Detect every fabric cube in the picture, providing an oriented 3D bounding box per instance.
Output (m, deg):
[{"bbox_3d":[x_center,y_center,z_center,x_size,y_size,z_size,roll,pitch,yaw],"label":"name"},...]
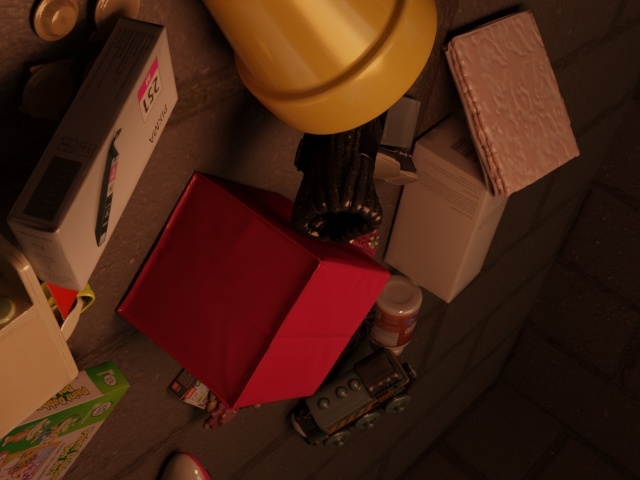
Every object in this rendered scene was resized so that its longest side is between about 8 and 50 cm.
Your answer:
[{"bbox_3d":[-0.096,0.079,1.342,0.259,0.254,0.258,-58,156,10],"label":"fabric cube"}]

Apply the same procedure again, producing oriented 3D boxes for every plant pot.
[{"bbox_3d":[-0.022,-0.291,1.027,0.254,0.254,0.239,-54,142,-1],"label":"plant pot"}]

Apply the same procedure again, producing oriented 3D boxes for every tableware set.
[{"bbox_3d":[-0.260,-0.208,0.947,0.141,0.020,0.168,-22,139,-51],"label":"tableware set"}]

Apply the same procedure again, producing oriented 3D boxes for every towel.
[{"bbox_3d":[0.390,-0.281,1.763,0.317,0.053,0.332,-28,102,-42],"label":"towel"}]

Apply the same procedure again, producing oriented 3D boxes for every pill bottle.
[{"bbox_3d":[0.178,0.194,2.164,0.121,0.121,0.216,-39,152,-31],"label":"pill bottle"}]

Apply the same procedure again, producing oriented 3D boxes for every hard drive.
[{"bbox_3d":[0.142,-0.224,1.634,0.135,0.022,0.094,-4,108,-60],"label":"hard drive"}]

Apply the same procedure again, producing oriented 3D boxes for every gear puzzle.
[{"bbox_3d":[-0.124,0.218,1.638,0.175,0.044,0.339,-29,146,-44],"label":"gear puzzle"}]

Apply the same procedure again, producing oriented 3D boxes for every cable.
[{"bbox_3d":[0.040,0.197,1.886,0.184,0.047,0.150,-22,139,14],"label":"cable"}]

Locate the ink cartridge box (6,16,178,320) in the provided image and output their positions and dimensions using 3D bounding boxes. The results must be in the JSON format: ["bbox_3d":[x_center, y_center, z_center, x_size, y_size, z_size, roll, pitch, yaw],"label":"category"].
[{"bbox_3d":[-0.233,-0.067,0.975,0.239,0.060,0.275,92,15,-60],"label":"ink cartridge box"}]

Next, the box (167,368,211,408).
[{"bbox_3d":[-0.185,0.213,1.624,0.207,0.036,0.114,-52,156,-5],"label":"box"}]

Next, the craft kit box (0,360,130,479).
[{"bbox_3d":[-0.419,0.288,1.209,0.250,0.061,0.246,-51,162,28],"label":"craft kit box"}]

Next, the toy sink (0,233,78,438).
[{"bbox_3d":[-0.383,0.086,0.950,0.131,0.153,0.234,-41,154,-27],"label":"toy sink"}]

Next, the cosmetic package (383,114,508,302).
[{"bbox_3d":[0.284,-0.063,1.927,0.155,0.197,0.365,-39,154,-36],"label":"cosmetic package"}]

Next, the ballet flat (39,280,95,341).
[{"bbox_3d":[-0.375,0.134,1.116,0.231,0.077,0.077,-50,157,-8],"label":"ballet flat"}]

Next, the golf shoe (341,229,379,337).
[{"bbox_3d":[0.014,0.060,1.722,0.115,0.140,0.306,39,64,-38],"label":"golf shoe"}]

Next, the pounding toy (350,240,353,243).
[{"bbox_3d":[-0.005,0.007,1.543,0.181,0.094,0.206,-53,-179,-3],"label":"pounding toy"}]

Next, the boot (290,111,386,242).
[{"bbox_3d":[0.029,-0.118,1.274,0.348,0.131,0.260,63,27,-78],"label":"boot"}]

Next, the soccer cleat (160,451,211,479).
[{"bbox_3d":[-0.303,0.566,1.776,0.143,0.116,0.331,-33,149,-40],"label":"soccer cleat"}]

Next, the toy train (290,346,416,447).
[{"bbox_3d":[0.080,0.390,2.160,0.334,0.142,0.190,-31,149,2],"label":"toy train"}]

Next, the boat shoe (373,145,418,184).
[{"bbox_3d":[0.130,-0.159,1.709,0.206,0.075,0.065,18,63,-60],"label":"boat shoe"}]
